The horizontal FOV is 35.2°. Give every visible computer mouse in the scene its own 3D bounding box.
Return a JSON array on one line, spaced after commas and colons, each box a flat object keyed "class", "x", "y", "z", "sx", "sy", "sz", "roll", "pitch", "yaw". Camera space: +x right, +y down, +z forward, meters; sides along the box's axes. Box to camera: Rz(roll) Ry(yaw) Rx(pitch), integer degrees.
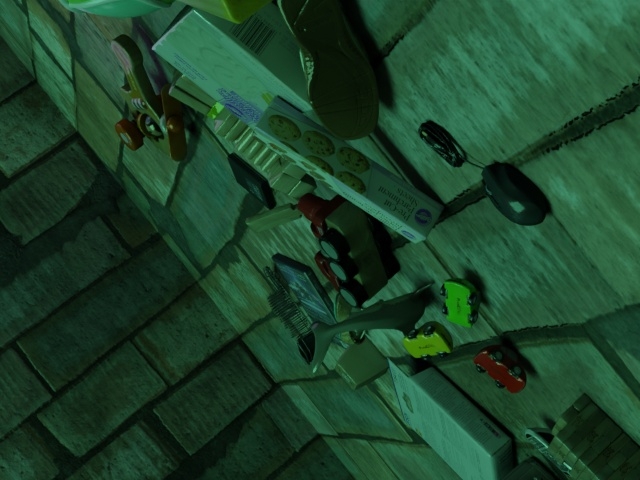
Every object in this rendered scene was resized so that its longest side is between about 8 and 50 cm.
[{"class": "computer mouse", "x": 0.452, "y": 0.396, "z": 1.819, "sx": 0.193, "sy": 0.042, "sz": 0.106, "roll": 43, "pitch": 168, "yaw": 8}, {"class": "computer mouse", "x": 0.215, "y": -0.092, "z": 1.396, "sx": 0.242, "sy": 0.041, "sz": 0.071, "roll": 40, "pitch": 161, "yaw": 37}]

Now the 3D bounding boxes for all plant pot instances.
[{"class": "plant pot", "x": 0.095, "y": 0.306, "z": 2.491, "sx": 0.109, "sy": 0.096, "sz": 0.109, "roll": 49, "pitch": 164, "yaw": 12}]

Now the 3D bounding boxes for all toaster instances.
[{"class": "toaster", "x": 0.411, "y": 0.544, "z": 2.058, "sx": 0.129, "sy": 0.146, "sz": 0.227, "roll": 44, "pitch": 162, "yaw": 26}]

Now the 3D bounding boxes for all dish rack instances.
[{"class": "dish rack", "x": -0.084, "y": 0.196, "z": 2.714, "sx": 0.271, "sy": 0.074, "sz": 0.208, "roll": 54, "pitch": 171, "yaw": 13}]

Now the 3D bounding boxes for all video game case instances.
[{"class": "video game case", "x": -0.013, "y": 0.161, "z": 2.602, "sx": 0.274, "sy": 0.026, "sz": 0.196, "roll": 60, "pitch": 162, "yaw": -24}]

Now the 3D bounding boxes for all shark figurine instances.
[{"class": "shark figurine", "x": 0.120, "y": 0.163, "z": 1.867, "sx": 0.166, "sy": 0.278, "sz": 0.116, "roll": -32, "pitch": 76, "yaw": 55}]

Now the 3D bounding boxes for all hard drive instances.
[{"class": "hard drive", "x": -0.161, "y": -0.138, "z": 2.354, "sx": 0.135, "sy": 0.022, "sz": 0.094, "roll": 40, "pitch": 160, "yaw": 35}]

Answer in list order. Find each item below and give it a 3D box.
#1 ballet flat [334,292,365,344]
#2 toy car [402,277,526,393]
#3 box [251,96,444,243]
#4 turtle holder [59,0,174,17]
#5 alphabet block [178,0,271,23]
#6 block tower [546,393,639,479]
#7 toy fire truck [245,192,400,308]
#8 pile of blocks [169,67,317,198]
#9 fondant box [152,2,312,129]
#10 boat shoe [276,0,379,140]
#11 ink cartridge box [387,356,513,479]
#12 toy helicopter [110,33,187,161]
[{"class": "ballet flat", "x": 0.076, "y": 0.184, "z": 2.368, "sx": 0.067, "sy": 0.073, "sz": 0.206, "roll": 16, "pitch": 155, "yaw": 16}, {"class": "toy car", "x": 0.251, "y": 0.144, "z": 1.746, "sx": 0.239, "sy": 0.053, "sz": 0.225, "roll": 17, "pitch": 136, "yaw": 28}, {"class": "box", "x": 0.042, "y": -0.110, "z": 1.604, "sx": 0.324, "sy": 0.067, "sz": 0.063, "roll": 34, "pitch": 167, "yaw": -4}, {"class": "turtle holder", "x": -0.314, "y": -0.477, "z": 1.600, "sx": 0.243, "sy": 0.227, "sz": 0.320, "roll": 54, "pitch": -164, "yaw": -29}, {"class": "alphabet block", "x": -0.125, "y": -0.426, "z": 1.326, "sx": 0.197, "sy": 0.192, "sz": 0.193, "roll": 31, "pitch": 156, "yaw": 49}, {"class": "block tower", "x": 0.505, "y": 0.404, "z": 1.599, "sx": 0.335, "sy": 0.091, "sz": 0.097, "roll": 45, "pitch": 164, "yaw": 22}, {"class": "toy fire truck", "x": 0.000, "y": 0.000, "z": 1.948, "sx": 0.246, "sy": 0.158, "sz": 0.217, "roll": 34, "pitch": 157, "yaw": 40}, {"class": "pile of blocks", "x": -0.124, "y": -0.242, "z": 1.929, "sx": 0.362, "sy": 0.149, "sz": 0.112, "roll": 43, "pitch": 121, "yaw": -3}, {"class": "fondant box", "x": -0.128, "y": -0.303, "z": 1.664, "sx": 0.238, "sy": 0.096, "sz": 0.330, "roll": 38, "pitch": 169, "yaw": -16}, {"class": "boat shoe", "x": 0.018, "y": -0.276, "z": 1.462, "sx": 0.089, "sy": 0.104, "sz": 0.285, "roll": -88, "pitch": -18, "yaw": -52}, {"class": "ink cartridge box", "x": 0.297, "y": 0.421, "z": 2.248, "sx": 0.330, "sy": 0.071, "sz": 0.324, "roll": 44, "pitch": 164, "yaw": 34}, {"class": "toy helicopter", "x": -0.411, "y": -0.335, "z": 2.411, "sx": 0.235, "sy": 0.140, "sz": 0.355, "roll": 37, "pitch": 156, "yaw": 35}]
